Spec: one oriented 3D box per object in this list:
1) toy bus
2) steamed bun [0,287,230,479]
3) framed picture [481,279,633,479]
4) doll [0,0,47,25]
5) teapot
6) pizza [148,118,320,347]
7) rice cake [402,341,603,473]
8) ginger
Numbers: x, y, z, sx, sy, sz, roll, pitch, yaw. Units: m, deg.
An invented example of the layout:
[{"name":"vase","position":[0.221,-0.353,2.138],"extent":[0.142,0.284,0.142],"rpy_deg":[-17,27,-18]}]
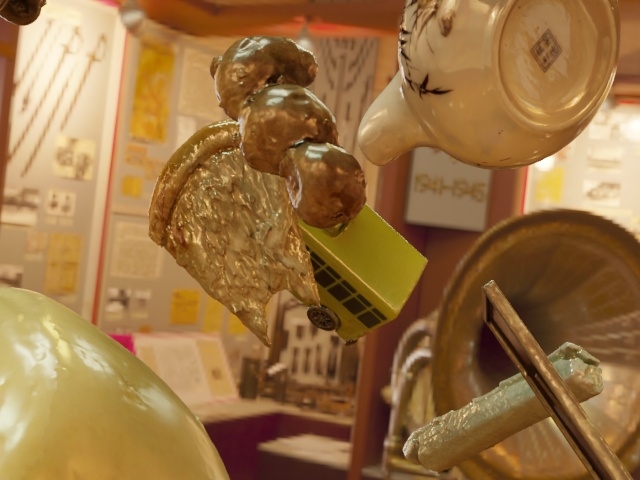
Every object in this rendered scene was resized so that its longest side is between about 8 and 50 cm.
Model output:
[{"name":"toy bus","position":[0.000,0.000,1.353],"extent":[0.262,0.128,0.150],"rpy_deg":[42,-37,-11]},{"name":"steamed bun","position":[-0.153,0.140,0.623],"extent":[0.232,0.166,0.273],"rpy_deg":[37,-4,-28]},{"name":"framed picture","position":[0.190,0.129,0.812],"extent":[0.015,0.203,0.150],"rpy_deg":[-33,-17,1]},{"name":"doll","position":[-0.441,-0.284,1.033],"extent":[0.379,0.252,0.382],"rpy_deg":[-27,15,17]},{"name":"teapot","position":[0.168,-0.180,0.883],"extent":[0.208,0.299,0.166],"rpy_deg":[45,-22,-20]},{"name":"pizza","position":[-0.097,-0.004,1.158],"extent":[0.181,0.262,0.034],"rpy_deg":[-23,-6,7]},{"name":"rice cake","position":[0.241,0.242,1.413],"extent":[0.066,0.063,0.336],"rpy_deg":[32,-48,-22]},{"name":"ginger","position":[-0.026,-0.099,0.904],"extent":[0.104,0.204,0.080],"rpy_deg":[-17,-29,-16]}]
